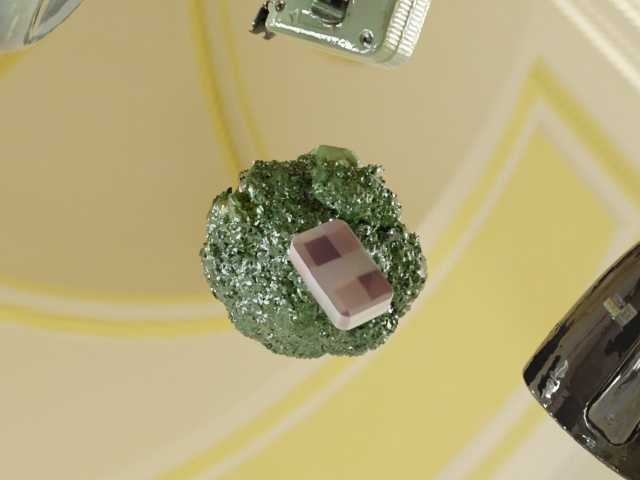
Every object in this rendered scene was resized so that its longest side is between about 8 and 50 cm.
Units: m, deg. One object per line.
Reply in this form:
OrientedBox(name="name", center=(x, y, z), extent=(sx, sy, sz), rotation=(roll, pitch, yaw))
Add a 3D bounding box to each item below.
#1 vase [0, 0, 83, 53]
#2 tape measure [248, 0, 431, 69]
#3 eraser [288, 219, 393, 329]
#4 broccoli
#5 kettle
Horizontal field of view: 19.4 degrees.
OrientedBox(name="vase", center=(-0.265, -0.282, 1.272), extent=(0.291, 0.245, 0.245), rotation=(35, -148, -1))
OrientedBox(name="tape measure", center=(0.032, -0.354, 2.579), extent=(0.235, 0.207, 0.115), rotation=(20, -176, 35))
OrientedBox(name="eraser", center=(0.019, 0.032, 1.805), extent=(0.065, 0.026, 0.105), rotation=(-23, -119, -25))
OrientedBox(name="broccoli", center=(0.000, 0.000, 2.081), extent=(0.270, 0.270, 0.270), rotation=(12, -136, 3))
OrientedBox(name="kettle", center=(0.346, 0.080, 1.733), extent=(0.207, 0.290, 0.268), rotation=(40, -167, 12))
